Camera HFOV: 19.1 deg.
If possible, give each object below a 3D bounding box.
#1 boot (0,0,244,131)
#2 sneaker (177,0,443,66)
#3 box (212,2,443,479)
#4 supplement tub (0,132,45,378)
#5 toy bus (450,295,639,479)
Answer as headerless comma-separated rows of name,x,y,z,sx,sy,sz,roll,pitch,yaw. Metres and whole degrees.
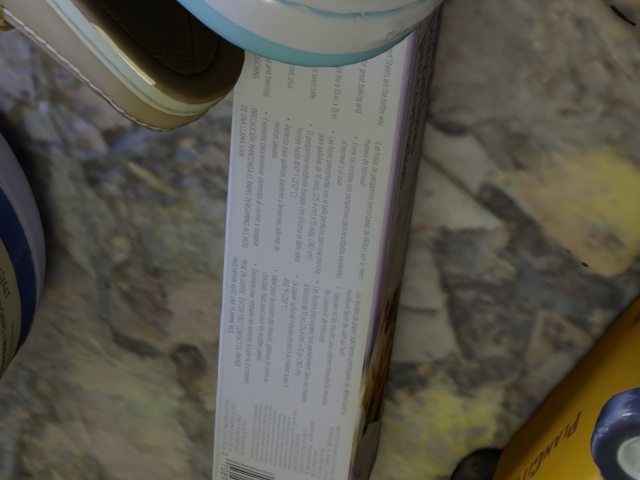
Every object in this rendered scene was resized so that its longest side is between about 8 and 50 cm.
boot,-0.136,-0.082,0.680,0.213,0.077,0.165,45,126,11
sneaker,-0.044,-0.215,0.488,0.319,0.127,0.208,44,142,-1
box,0.000,0.000,0.751,0.067,0.063,0.324,14,135,10
supplement tub,-0.269,0.072,0.757,0.228,0.316,0.228,12,134,13
toy bus,0.126,0.128,0.782,0.130,0.108,0.332,29,136,-4
